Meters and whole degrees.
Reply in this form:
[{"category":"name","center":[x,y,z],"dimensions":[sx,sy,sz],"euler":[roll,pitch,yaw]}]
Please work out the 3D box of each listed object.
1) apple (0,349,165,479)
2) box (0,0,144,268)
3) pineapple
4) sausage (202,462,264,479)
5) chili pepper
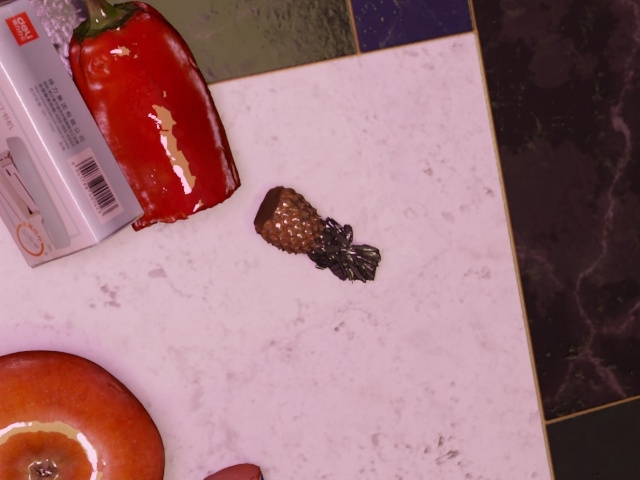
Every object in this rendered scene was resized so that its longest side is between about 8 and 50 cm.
[{"category":"apple","center":[-0.303,0.243,1.237],"dimensions":[0.272,0.206,0.251],"euler":[18,89,-14]},{"category":"box","center":[-0.310,-0.111,1.226],"dimensions":[0.079,0.135,0.269],"euler":[-40,108,-47]},{"category":"pineapple","center":[0.000,0.000,1.356],"dimensions":[0.159,0.074,0.074],"euler":[31,88,-23]},{"category":"sausage","center":[-0.062,0.398,1.378],"dimensions":[0.074,0.074,0.274],"euler":[-21,101,-11]},{"category":"chili pepper","center":[-0.203,-0.185,1.247],"dimensions":[0.131,0.135,0.338],"euler":[-42,113,-49]}]
